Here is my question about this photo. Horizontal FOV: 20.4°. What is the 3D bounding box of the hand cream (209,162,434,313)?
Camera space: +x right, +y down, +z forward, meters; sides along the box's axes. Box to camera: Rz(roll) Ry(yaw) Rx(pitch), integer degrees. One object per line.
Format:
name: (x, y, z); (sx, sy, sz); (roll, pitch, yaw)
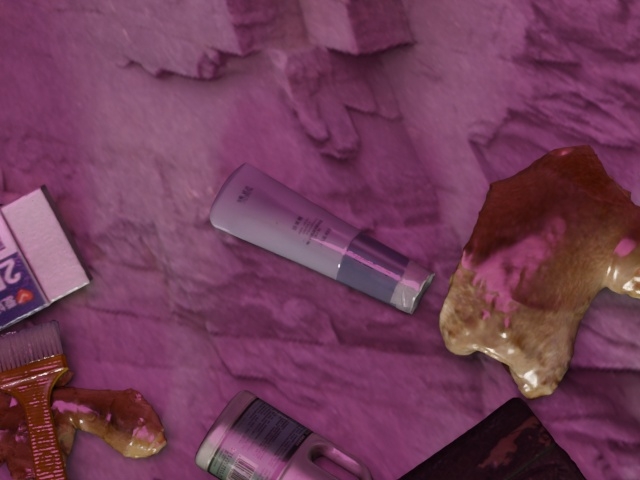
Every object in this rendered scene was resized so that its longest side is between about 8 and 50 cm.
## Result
hand cream: (0.000, 0.000, 1.929); (0.255, 0.048, 0.079); (27, 75, 16)

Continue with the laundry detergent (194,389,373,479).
laundry detergent: (-0.013, 0.250, 1.848); (0.226, 0.070, 0.099); (30, 58, 13)

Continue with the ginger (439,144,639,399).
ginger: (0.245, 0.030, 1.848); (0.221, 0.130, 0.275); (13, 82, 1)

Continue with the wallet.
wallet: (0.127, 0.308, 1.787); (0.321, 0.044, 0.170); (-33, 80, -17)

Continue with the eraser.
eraser: (-0.368, 0.039, 1.938); (0.210, 0.068, 0.124); (-27, 94, -1)

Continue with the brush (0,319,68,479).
brush: (-0.294, 0.189, 1.874); (0.082, 0.010, 0.218); (-15, 64, -5)

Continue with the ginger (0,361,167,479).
ginger: (-0.271, 0.205, 1.904); (0.214, 0.059, 0.133); (19, 70, 10)
